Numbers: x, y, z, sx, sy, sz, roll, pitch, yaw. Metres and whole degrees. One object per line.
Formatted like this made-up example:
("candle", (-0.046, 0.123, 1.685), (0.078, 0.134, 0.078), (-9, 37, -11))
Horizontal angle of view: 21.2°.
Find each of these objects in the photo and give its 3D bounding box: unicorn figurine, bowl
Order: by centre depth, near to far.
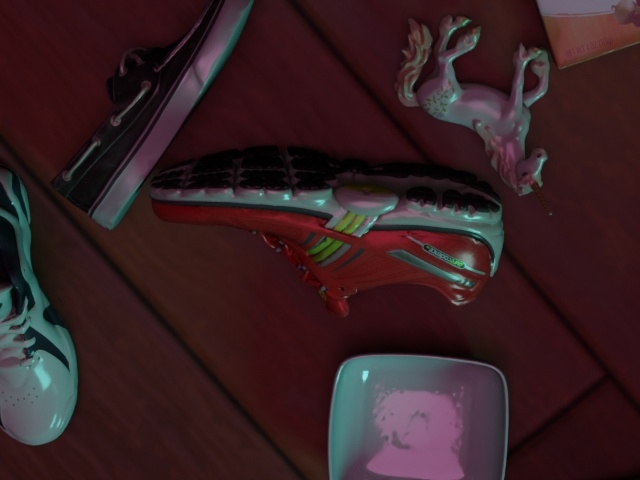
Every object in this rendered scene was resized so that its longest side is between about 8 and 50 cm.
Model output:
("unicorn figurine", (0.132, -0.104, 1.318), (0.162, 0.060, 0.111), (25, 103, 16))
("bowl", (0.077, 0.153, 1.369), (0.142, 0.053, 0.142), (3, 101, 3))

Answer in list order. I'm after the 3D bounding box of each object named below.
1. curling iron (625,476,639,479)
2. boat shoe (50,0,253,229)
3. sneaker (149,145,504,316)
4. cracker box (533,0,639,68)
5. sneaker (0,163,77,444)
("curling iron", (0.208, 0.230, 1.382), (0.274, 0.035, 0.068), (-13, 101, 7))
("boat shoe", (-0.132, -0.112, 1.321), (0.070, 0.078, 0.219), (35, 103, -4))
("sneaker", (0.000, 0.000, 1.323), (0.279, 0.107, 0.118), (8, 111, 5))
("cracker box", (0.213, -0.262, 1.270), (0.156, 0.067, 0.232), (-19, 98, 7))
("sneaker", (-0.258, 0.062, 1.326), (0.094, 0.153, 0.235), (-4, 100, 7))
